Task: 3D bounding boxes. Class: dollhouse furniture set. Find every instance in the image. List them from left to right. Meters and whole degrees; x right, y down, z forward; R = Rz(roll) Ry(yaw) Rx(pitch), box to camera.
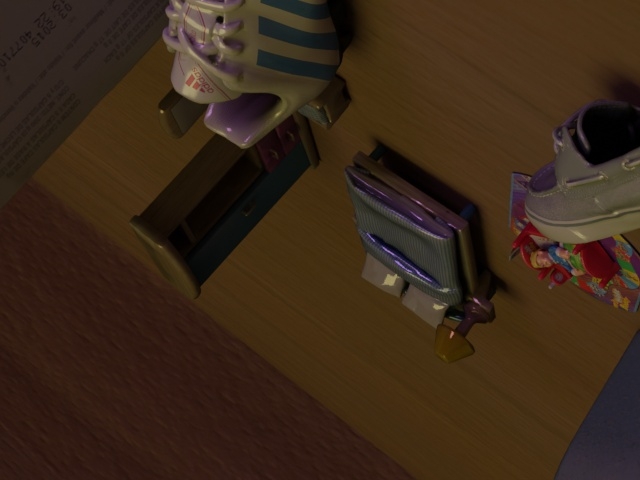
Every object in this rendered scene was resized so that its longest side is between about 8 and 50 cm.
[{"bbox_3d":[0.000,0.000,1.266,0.303,0.198,0.286,35,166,21],"label":"dollhouse furniture set"}]

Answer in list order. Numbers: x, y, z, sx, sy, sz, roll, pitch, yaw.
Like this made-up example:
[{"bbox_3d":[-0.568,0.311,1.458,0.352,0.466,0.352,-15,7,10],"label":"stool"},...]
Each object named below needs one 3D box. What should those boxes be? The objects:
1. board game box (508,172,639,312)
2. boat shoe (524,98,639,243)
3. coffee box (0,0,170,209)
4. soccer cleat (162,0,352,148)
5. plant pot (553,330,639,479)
[{"bbox_3d":[0.199,0.015,1.117,0.133,0.033,0.168,37,167,18],"label":"board game box"},{"bbox_3d":[0.190,-0.054,0.846,0.081,0.079,0.227,51,159,-13],"label":"boat shoe"},{"bbox_3d":[-0.347,-0.265,1.073,0.334,0.337,0.338,31,164,39],"label":"coffee box"},{"bbox_3d":[-0.059,-0.177,0.975,0.116,0.143,0.331,35,165,24],"label":"soccer cleat"},{"bbox_3d":[0.311,0.244,1.063,0.248,0.252,0.247,44,167,-10],"label":"plant pot"}]
